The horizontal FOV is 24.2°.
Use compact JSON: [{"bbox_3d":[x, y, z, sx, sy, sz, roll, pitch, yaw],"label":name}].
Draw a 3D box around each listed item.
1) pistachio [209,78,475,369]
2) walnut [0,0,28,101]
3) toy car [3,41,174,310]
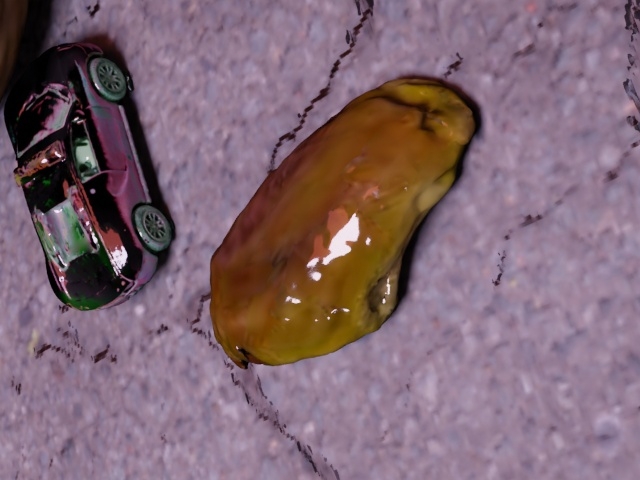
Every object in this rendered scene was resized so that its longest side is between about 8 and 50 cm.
[{"bbox_3d":[0.000,0.000,0.653,0.173,0.049,0.089,-48,61,31],"label":"pistachio"},{"bbox_3d":[-0.265,-0.148,0.786,0.225,0.225,0.261,-15,79,40],"label":"walnut"},{"bbox_3d":[-0.125,-0.034,0.760,0.069,0.055,0.142,-28,73,34],"label":"toy car"}]
